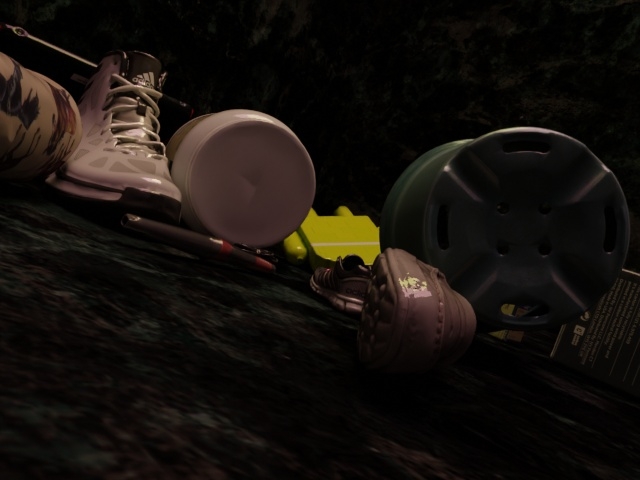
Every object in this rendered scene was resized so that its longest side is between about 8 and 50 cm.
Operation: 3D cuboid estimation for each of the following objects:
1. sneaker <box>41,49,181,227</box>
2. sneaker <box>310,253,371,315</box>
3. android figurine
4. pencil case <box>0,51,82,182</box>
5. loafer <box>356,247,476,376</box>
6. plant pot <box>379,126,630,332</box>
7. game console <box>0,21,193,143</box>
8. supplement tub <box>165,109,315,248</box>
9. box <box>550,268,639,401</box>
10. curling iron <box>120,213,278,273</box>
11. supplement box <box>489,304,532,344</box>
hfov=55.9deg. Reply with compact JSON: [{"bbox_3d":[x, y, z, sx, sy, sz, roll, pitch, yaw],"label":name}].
[{"bbox_3d":[-0.312,-0.177,0.933,0.169,0.258,0.447,19,3,-38],"label":"sneaker"},{"bbox_3d":[0.036,0.054,0.856,0.063,0.075,0.170,20,2,-18],"label":"sneaker"},{"bbox_3d":[0.046,0.011,1.209,0.248,0.056,0.273,-2,31,-21],"label":"android figurine"},{"bbox_3d":[-0.402,-0.144,0.644,0.183,0.160,0.410,4,4,-7],"label":"pencil case"},{"bbox_3d":[0.096,0.069,0.576,0.111,0.112,0.319,12,1,6],"label":"loafer"},{"bbox_3d":[0.262,-0.010,0.894,0.340,0.341,0.334,21,1,4],"label":"plant pot"},{"bbox_3d":[-0.500,-0.248,1.191,0.386,0.060,0.342,17,-35,-42],"label":"game console"},{"bbox_3d":[-0.152,-0.110,1.068,0.235,0.236,0.325,19,3,-21],"label":"supplement tub"},{"bbox_3d":[0.681,0.212,1.083,0.395,0.212,0.293,22,2,44],"label":"box"},{"bbox_3d":[-0.149,0.010,0.786,0.068,0.035,0.274,17,-1,33],"label":"curling iron"},{"bbox_3d":[0.375,0.159,1.242,0.056,0.083,0.083,18,3,-41],"label":"supplement box"}]
